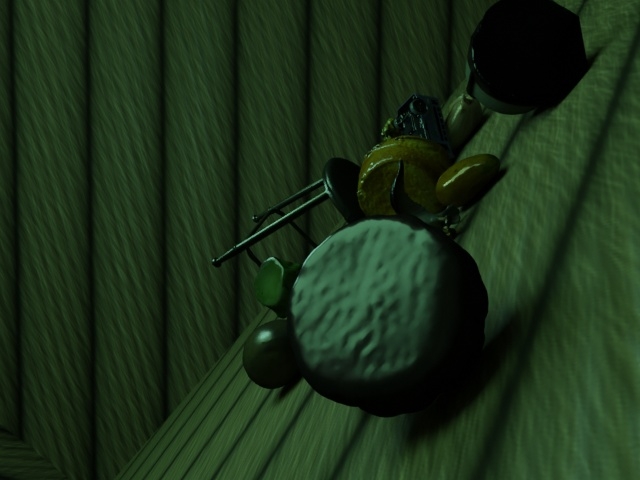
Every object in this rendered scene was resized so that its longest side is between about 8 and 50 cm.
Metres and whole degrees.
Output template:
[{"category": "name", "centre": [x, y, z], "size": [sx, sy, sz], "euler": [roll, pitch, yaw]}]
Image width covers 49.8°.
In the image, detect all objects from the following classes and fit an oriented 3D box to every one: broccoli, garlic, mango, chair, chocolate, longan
[{"category": "broccoli", "centre": [0.041, 0.119, 1.185], "size": [0.297, 0.297, 0.297], "euler": [-28, 54, 49]}, {"category": "garlic", "centre": [0.460, -0.386, 2.272], "size": [0.217, 0.110, 0.228], "euler": [-62, -1, -12]}, {"category": "mango", "centre": [0.338, -0.143, 1.589], "size": [0.165, 0.089, 0.115], "euler": [-44, 8, 19]}, {"category": "chair", "centre": [0.000, 0.000, 2.006], "size": [0.410, 0.364, 0.362], "euler": [-41, 8, 27]}, {"category": "chocolate", "centre": [0.488, -0.433, 1.690], "size": [0.283, 0.283, 0.186], "euler": [-49, -13, -6]}, {"category": "longan", "centre": [-0.112, 0.289, 1.781], "size": [0.189, 0.189, 0.189], "euler": [-48, 5, 6]}]

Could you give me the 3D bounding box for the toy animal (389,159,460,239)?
[{"category": "toy animal", "centre": [0.213, -0.034, 1.514], "size": [0.160, 0.272, 0.197], "euler": [-5, 21, 24]}]

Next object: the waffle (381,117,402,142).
[{"category": "waffle", "centre": [0.262, -0.260, 2.285], "size": [0.051, 0.291, 0.291], "euler": [-12, 19, 19]}]

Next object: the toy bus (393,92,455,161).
[{"category": "toy bus", "centre": [0.336, -0.309, 2.184], "size": [0.133, 0.292, 0.125], "euler": [-1, -20, -26]}]

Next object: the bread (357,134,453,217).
[{"category": "bread", "centre": [0.214, -0.145, 1.777], "size": [0.268, 0.268, 0.146], "euler": [-45, 11, 36]}]

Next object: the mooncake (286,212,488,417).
[{"category": "mooncake", "centre": [0.096, 0.104, 0.965], "size": [0.283, 0.141, 0.283], "euler": [-15, 61, 28]}]
